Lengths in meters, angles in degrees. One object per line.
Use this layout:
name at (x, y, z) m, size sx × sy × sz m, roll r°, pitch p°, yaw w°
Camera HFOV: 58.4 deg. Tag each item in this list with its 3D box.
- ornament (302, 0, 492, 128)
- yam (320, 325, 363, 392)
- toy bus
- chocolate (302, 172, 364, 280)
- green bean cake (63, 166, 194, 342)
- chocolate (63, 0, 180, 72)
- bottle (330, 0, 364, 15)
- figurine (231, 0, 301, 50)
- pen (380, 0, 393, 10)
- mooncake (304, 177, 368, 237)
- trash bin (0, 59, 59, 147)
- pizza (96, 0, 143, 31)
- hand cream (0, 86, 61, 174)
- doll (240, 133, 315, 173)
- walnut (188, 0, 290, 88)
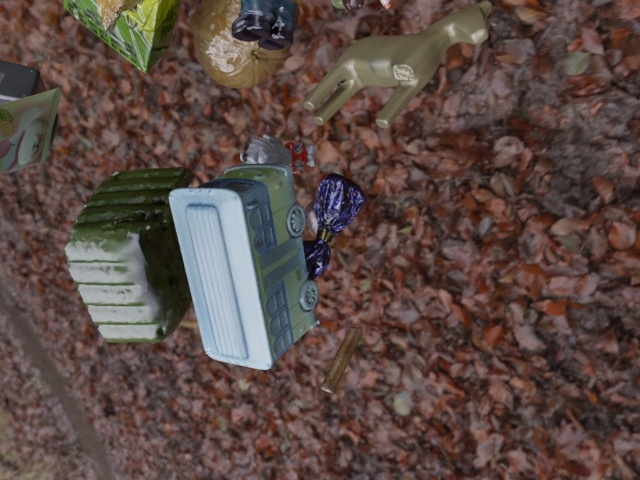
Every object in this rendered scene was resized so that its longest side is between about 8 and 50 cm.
ornament at (0.122, -0.265, 0.845) m, size 0.230 × 0.245 × 0.061 m, roll 18°, pitch 154°, yaw 48°
yam at (0.068, 0.368, 1.798) m, size 0.056 × 0.241 × 0.057 m, roll 24°, pitch 150°, yaw 14°
toy bus at (-0.121, 0.039, 0.980) m, size 0.152 × 0.190 × 0.313 m, roll 4°, pitch 113°, yaw 32°
chocolate at (-0.004, 0.002, 1.469) m, size 0.126 × 0.343 × 0.148 m, roll 23°, pitch 162°, yaw 11°
green bean cake at (-0.382, 0.028, 1.283) m, size 0.218 × 0.335 × 0.319 m, roll -1°, pitch 128°, yaw 10°
chocolate at (-0.515, -0.648, 1.499) m, size 0.300 × 0.137 × 0.289 m, roll 39°, pitch 147°, yaw -2°
bottle at (0.059, -0.494, 1.175) m, size 0.101 × 0.047 × 0.063 m, roll -129°, pitch 25°, yaw -54°
figurine at (-0.079, -0.551, 1.101) m, size 0.204 × 0.185 × 0.333 m, roll -17°, pitch 72°, yaw 43°
pen at (0.132, -0.751, 1.587) m, size 0.028 × 0.028 × 0.239 m, roll -16°, pitch 112°, yaw 49°
mooncake at (0.051, -0.113, 2.020) m, size 0.245 × 0.245 × 0.133 m, roll -25°, pitch 104°, yaw 49°
trash bin at (-0.662, -0.279, 1.207) m, size 0.236 × 0.176 × 0.101 m, roll 129°, pitch 149°, yaw -66°
pizza at (-0.355, -0.479, 0.938) m, size 0.323 × 0.089 × 0.223 m, roll 47°, pitch 144°, yaw 16°
hand cream at (-0.501, -0.145, 0.854) m, size 0.093 × 0.306 × 0.147 m, roll 27°, pitch 116°, yaw 2°
doll at (-0.085, -0.168, 1.156) m, size 0.079 × 0.180 × 0.094 m, roll 11°, pitch 105°, yaw 54°
walnut at (-0.242, -0.613, 1.704) m, size 0.332 × 0.332 × 0.333 m, roll 23°, pitch 125°, yaw 37°
